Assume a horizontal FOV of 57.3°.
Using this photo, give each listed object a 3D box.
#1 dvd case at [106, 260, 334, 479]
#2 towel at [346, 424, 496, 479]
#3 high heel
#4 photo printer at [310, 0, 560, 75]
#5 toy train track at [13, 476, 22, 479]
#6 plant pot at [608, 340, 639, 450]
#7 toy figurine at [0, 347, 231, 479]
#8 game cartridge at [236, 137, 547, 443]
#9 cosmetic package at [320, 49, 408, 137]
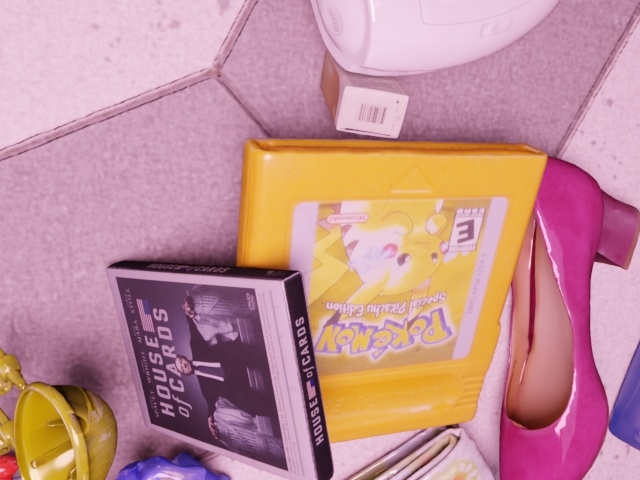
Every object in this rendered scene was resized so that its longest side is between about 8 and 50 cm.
[{"bbox_3d":[-0.100,0.109,0.531,0.030,0.239,0.179,-23,109,-49],"label":"dvd case"},{"bbox_3d":[0.111,0.434,0.692,0.321,0.090,0.374,-30,105,-4],"label":"towel"},{"bbox_3d":[0.219,0.102,0.630,0.181,0.127,0.377,19,81,-24],"label":"high heel"},{"bbox_3d":[0.089,-0.308,0.514,0.256,0.107,0.307,-24,105,-24],"label":"photo printer"},{"bbox_3d":[-0.334,0.259,0.605,0.083,0.014,0.048,-14,103,-9],"label":"toy train track"},{"bbox_3d":[0.525,0.185,0.666,0.236,0.212,0.236,16,97,-15],"label":"plant pot"},{"bbox_3d":[-0.189,0.255,0.589,0.217,0.191,0.362,-9,114,-42],"label":"toy figurine"},{"bbox_3d":[0.058,0.062,0.574,0.285,0.052,0.323,-3,115,-19],"label":"game cartridge"},{"bbox_3d":[0.037,-0.140,0.551,0.060,0.115,0.041,6,122,-11],"label":"cosmetic package"}]
